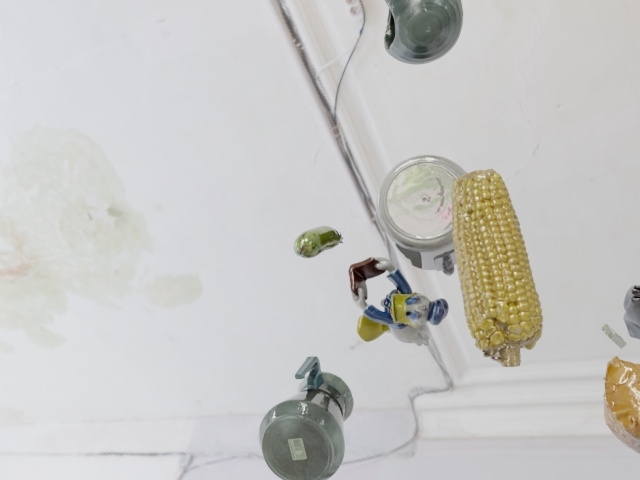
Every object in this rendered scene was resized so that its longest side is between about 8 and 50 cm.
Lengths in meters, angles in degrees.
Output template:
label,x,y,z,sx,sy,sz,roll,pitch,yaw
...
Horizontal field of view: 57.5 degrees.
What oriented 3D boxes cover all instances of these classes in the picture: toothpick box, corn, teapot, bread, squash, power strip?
label,x,y,z,sx,sy,sz,roll,pitch,yaw
toothpick box,0.255,-0.035,1.336,0.228,0.229,0.316,4,-14,15
corn,0.269,0.037,0.917,0.119,0.322,0.119,-8,-19,-3
teapot,-0.020,0.352,1.176,0.170,0.225,0.203,-6,-81,15
bread,0.631,0.332,1.082,0.228,0.140,0.143,20,-29,26
squash,0.000,0.000,1.067,0.052,0.183,0.052,3,-83,22
power strip,0.570,0.187,1.131,0.017,0.027,0.083,-45,-50,16

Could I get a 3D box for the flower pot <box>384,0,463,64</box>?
label,x,y,z,sx,sy,sz,roll,pitch,yaw
flower pot,0.202,-0.462,1.191,0.157,0.243,0.190,-10,-55,4

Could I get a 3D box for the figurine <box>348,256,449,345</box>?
label,x,y,z,sx,sy,sz,roll,pitch,yaw
figurine,0.203,0.145,1.454,0.284,0.204,0.338,50,-20,-15

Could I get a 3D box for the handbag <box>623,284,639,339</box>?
label,x,y,z,sx,sy,sz,roll,pitch,yaw
handbag,0.880,0.172,1.361,0.342,0.152,0.288,1,-19,37
